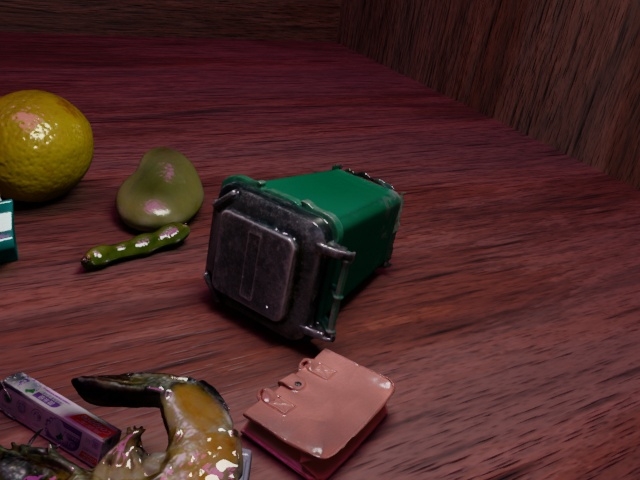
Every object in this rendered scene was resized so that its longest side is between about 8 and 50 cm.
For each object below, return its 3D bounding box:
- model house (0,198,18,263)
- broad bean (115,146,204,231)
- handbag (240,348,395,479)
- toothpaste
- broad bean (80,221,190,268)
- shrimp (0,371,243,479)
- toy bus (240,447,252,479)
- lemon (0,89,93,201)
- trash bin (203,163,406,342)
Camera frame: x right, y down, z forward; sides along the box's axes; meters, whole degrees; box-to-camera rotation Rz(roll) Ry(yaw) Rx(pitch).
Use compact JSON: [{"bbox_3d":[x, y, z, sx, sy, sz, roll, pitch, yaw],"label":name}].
[{"bbox_3d":[-0.626,-0.016,1.215,0.100,0.127,0.149,-17,35,-40],"label":"model house"},{"bbox_3d":[-0.364,-0.103,1.495,0.189,0.121,0.263,13,43,-4],"label":"broad bean"},{"bbox_3d":[0.000,0.253,0.986,0.157,0.059,0.212,26,33,27],"label":"handbag"},{"bbox_3d":[-0.365,0.247,0.902,0.196,0.047,0.040,21,16,21],"label":"toothpaste"},{"bbox_3d":[-0.376,0.010,1.327,0.256,0.053,0.052,-20,78,-42],"label":"broad bean"},{"bbox_3d":[-0.299,0.251,0.797,0.445,0.085,0.272,8,43,21],"label":"shrimp"},{"bbox_3d":[-0.121,0.333,0.784,0.064,0.075,0.190,7,29,-3],"label":"toy bus"},{"bbox_3d":[-0.639,-0.209,1.445,0.268,0.267,0.267,8,28,-4],"label":"lemon"},{"bbox_3d":[0.000,0.000,1.254,0.295,0.259,0.381,25,29,26],"label":"trash bin"}]
